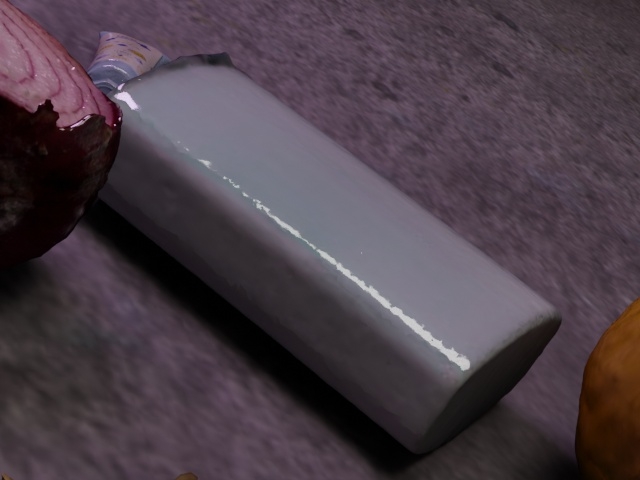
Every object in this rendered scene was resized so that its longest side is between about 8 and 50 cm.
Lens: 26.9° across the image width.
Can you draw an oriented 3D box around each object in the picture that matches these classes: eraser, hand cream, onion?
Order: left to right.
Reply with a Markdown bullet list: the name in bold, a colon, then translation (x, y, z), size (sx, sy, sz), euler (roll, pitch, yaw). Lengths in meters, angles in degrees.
- **onion**: translation (-0.211, -0.083, 0.727), size (0.195, 0.140, 0.218), euler (23, 23, -26)
- **hand cream**: translation (-0.151, -0.128, 1.016), size (0.065, 0.043, 0.171), euler (23, 21, -8)
- **eraser**: translation (0.000, 0.000, 0.856), size (0.290, 0.104, 0.189), euler (38, 19, 18)

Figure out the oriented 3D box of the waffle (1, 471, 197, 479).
- **waffle**: translation (0.030, 0.213, 0.435), size (0.348, 0.077, 0.304), euler (22, 24, -38)

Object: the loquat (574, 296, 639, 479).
- **loquat**: translation (0.255, 0.116, 0.804), size (0.208, 0.208, 0.208), euler (25, 23, -12)
